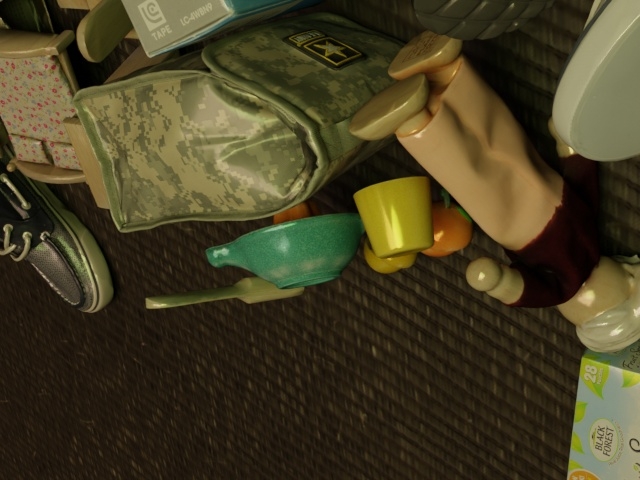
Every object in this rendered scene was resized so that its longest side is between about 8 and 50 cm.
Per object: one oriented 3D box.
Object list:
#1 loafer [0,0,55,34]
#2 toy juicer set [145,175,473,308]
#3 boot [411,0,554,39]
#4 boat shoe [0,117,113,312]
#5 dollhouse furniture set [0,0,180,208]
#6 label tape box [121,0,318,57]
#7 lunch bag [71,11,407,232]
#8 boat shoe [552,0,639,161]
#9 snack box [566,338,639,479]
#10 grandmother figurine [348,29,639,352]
[{"bbox_3d":[-0.401,-0.334,1.045,0.092,0.102,0.268,-1,121,35],"label":"loafer"},{"bbox_3d":[0.000,0.000,0.861,0.329,0.209,0.089,-17,81,33],"label":"toy juicer set"},{"bbox_3d":[0.149,-0.327,0.587,0.118,0.222,0.338,15,123,-26],"label":"boot"},{"bbox_3d":[-0.454,-0.015,1.203,0.340,0.158,0.127,53,132,1],"label":"boat shoe"},{"bbox_3d":[-0.350,-0.166,0.965,0.355,0.174,0.303,9,135,19],"label":"dollhouse furniture set"},{"bbox_3d":[-0.105,-0.358,0.711,0.115,0.249,0.347,-17,103,40],"label":"label tape box"},{"bbox_3d":[-0.048,-0.121,0.804,0.287,0.235,0.169,-3,110,37],"label":"lunch bag"},{"bbox_3d":[0.268,-0.234,0.578,0.367,0.136,0.156,-59,33,27],"label":"boat shoe"},{"bbox_3d":[0.350,0.195,0.794,0.207,0.070,0.174,14,121,32],"label":"snack box"},{"bbox_3d":[0.182,-0.028,0.724,0.342,0.208,0.104,46,160,-23],"label":"grandmother figurine"}]
